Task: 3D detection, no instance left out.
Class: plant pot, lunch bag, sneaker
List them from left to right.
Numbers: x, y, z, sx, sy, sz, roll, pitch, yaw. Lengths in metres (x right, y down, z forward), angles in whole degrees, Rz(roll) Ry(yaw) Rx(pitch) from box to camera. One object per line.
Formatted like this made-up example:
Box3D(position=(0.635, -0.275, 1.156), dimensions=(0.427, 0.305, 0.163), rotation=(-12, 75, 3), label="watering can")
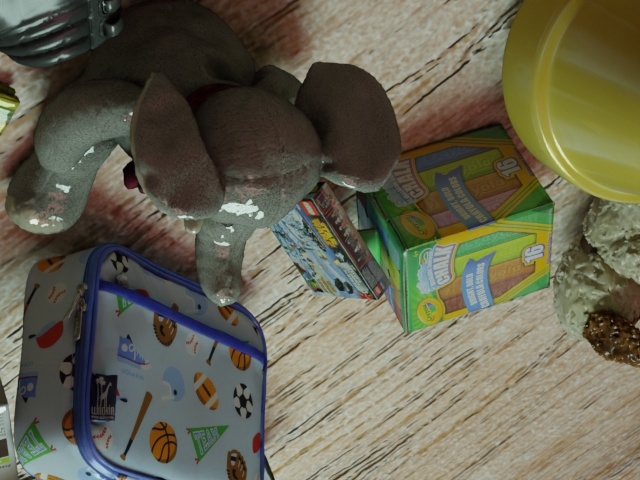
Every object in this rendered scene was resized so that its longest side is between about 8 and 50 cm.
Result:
Box3D(position=(-0.170, -0.244, 1.295), dimensions=(0.295, 0.105, 0.147), rotation=(-29, 143, 11), label="sneaker")
Box3D(position=(-0.169, 0.135, 1.600), dimensions=(0.115, 0.243, 0.303), rotation=(-11, 155, 31), label="lunch bag")
Box3D(position=(0.327, -0.137, 1.512), dimensions=(0.254, 0.239, 0.254), rotation=(-6, 112, -15), label="plant pot")

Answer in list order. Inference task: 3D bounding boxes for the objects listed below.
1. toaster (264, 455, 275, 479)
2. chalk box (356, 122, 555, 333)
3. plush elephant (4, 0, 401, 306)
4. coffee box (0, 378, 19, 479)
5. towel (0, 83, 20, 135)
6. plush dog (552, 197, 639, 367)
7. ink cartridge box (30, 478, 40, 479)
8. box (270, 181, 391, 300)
Box3D(position=(-0.140, 0.263, 1.845), dimensions=(0.168, 0.110, 0.186), rotation=(-25, 140, -5), label="toaster")
Box3D(position=(0.115, -0.006, 1.681), dimensions=(0.213, 0.132, 0.132), rotation=(-19, 139, -11), label="chalk box")
Box3D(position=(-0.090, -0.075, 1.394), dimensions=(0.271, 0.255, 0.330), rotation=(-3, 135, -27), label="plush elephant")
Box3D(position=(-0.366, 0.204, 1.609), dimensions=(0.118, 0.168, 0.297), rotation=(-13, 138, -16), label="coffee box")
Box3D(position=(-0.363, -0.056, 1.449), dimensions=(0.102, 0.021, 0.237), rotation=(18, 124, -34), label="towel")
Box3D(position=(0.335, 0.015, 1.792), dimensions=(0.210, 0.262, 0.225), rotation=(29, 109, -9), label="plush dog")
Box3D(position=(-0.337, 0.345, 1.846), dimensions=(0.190, 0.082, 0.140), rotation=(-19, 140, -8), label="ink cartridge box")
Box3D(position=(0.000, 0.000, 1.623), dimensions=(0.027, 0.094, 0.137), rotation=(-50, 124, -29), label="box")
